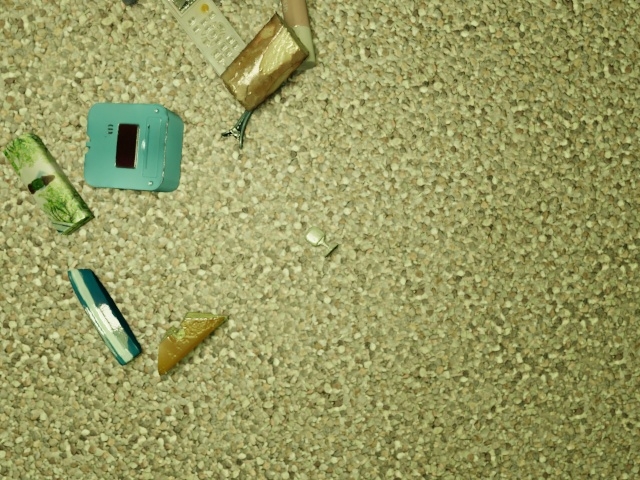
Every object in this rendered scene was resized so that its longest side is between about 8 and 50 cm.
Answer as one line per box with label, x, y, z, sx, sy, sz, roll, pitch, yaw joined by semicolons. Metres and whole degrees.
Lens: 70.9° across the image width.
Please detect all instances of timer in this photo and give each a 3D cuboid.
timer;-0.517;-0.253;1.237;0.249;0.091;0.232;6;92;9

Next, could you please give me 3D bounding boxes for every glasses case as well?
glasses case;-0.739;-0.152;1.221;0.095;0.062;0.272;-35;92;-2

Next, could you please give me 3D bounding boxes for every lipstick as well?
lipstick;-0.066;-0.607;1.237;0.070;0.070;0.255;-10;92;-2

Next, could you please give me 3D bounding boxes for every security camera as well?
security camera;0.000;0.000;1.270;0.058;0.058;0.092;-45;80;-1

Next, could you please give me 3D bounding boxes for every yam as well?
yam;-0.150;-0.454;1.166;0.238;0.128;0.129;-40;83;12

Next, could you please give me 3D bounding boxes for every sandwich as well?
sandwich;-0.373;0.262;1.233;0.244;0.090;0.088;-41;95;-1

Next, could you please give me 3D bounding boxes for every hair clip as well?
hair clip;-0.182;-0.365;1.254;0.070;0.039;0.230;37;88;-2

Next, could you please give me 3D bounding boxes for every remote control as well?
remote control;-0.298;-0.572;1.239;0.109;0.055;0.313;-37;89;10

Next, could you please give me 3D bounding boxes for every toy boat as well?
toy boat;-0.587;0.198;1.223;0.061;0.096;0.299;-32;90;-12

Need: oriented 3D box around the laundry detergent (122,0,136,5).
laundry detergent;-0.583;-0.758;1.195;0.214;0.105;0.281;-23;94;-2
